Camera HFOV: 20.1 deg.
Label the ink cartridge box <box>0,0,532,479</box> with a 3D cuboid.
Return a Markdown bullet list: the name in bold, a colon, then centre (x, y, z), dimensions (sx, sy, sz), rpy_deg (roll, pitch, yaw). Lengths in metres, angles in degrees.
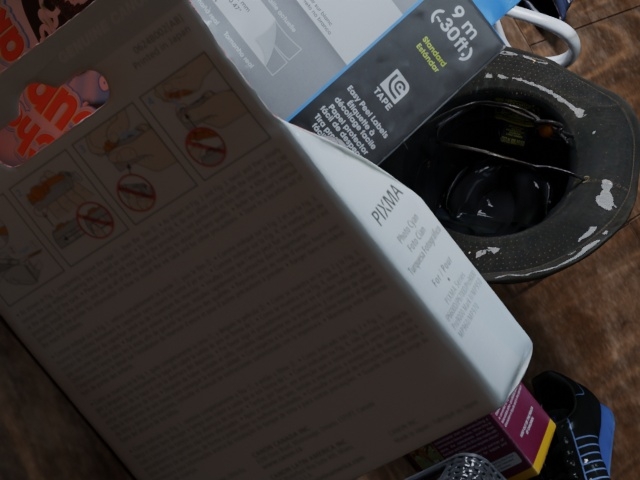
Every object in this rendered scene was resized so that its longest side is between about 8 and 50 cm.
- **ink cartridge box**: centre (-0.083, 0.013, 1.298), dimensions (0.385, 0.308, 0.091), rpy_deg (53, 35, -10)

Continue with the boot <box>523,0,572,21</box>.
- **boot**: centre (0.258, -0.359, 2.271), dimensions (0.190, 0.069, 0.086), rpy_deg (50, 31, -18)

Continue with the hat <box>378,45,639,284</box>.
- **hat**: centre (0.165, -0.045, 1.821), dimensions (0.134, 0.331, 0.331), rpy_deg (91, 3, -47)

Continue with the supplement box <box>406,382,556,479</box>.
- **supplement box**: centre (0.114, 0.141, 1.652), dimensions (0.188, 0.104, 0.081), rpy_deg (51, 33, -13)

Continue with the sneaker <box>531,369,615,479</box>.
- **sneaker**: centre (0.245, 0.230, 1.790), dimensions (0.090, 0.081, 0.232), rpy_deg (37, 32, -26)

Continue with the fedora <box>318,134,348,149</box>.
- **fedora**: centre (0.000, 0.000, 1.489), dimensions (0.244, 0.124, 0.275), rpy_deg (55, 0, -3)

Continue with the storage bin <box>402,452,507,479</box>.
- **storage bin**: centre (0.133, 0.283, 1.549), dimensions (0.180, 0.122, 0.084), rpy_deg (47, 35, -19)

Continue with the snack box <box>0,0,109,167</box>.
- **snack box**: centre (-0.197, -0.157, 1.391), dimensions (0.060, 0.187, 0.322), rpy_deg (-4, 68, -54)

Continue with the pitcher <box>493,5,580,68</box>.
- **pitcher**: centre (0.160, -0.231, 1.940), dimensions (0.207, 0.177, 0.125), rpy_deg (42, 42, -27)

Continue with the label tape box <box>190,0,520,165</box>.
- **label tape box**: centre (0.037, -0.233, 1.673), dimensions (0.347, 0.115, 0.249), rpy_deg (-43, 103, -16)
